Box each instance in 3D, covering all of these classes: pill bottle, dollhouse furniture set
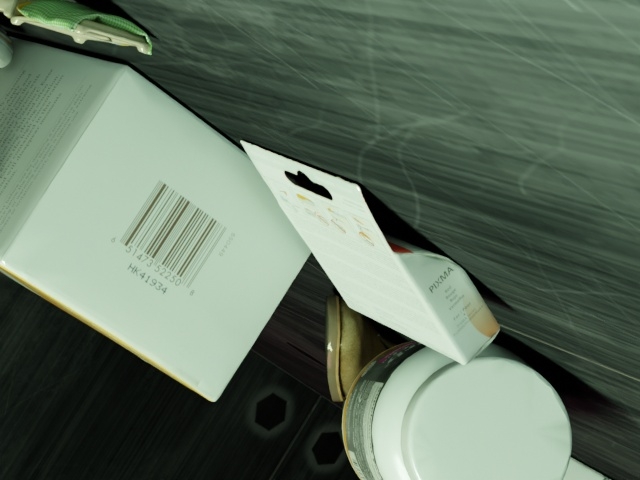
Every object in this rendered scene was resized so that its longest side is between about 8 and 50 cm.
[{"bbox_3d":[0.114,0.164,1.405,0.162,0.162,0.278,32,172,-5],"label":"pill bottle"},{"bbox_3d":[-0.169,-0.157,0.965,0.076,0.059,0.151,15,-178,44],"label":"dollhouse furniture set"}]

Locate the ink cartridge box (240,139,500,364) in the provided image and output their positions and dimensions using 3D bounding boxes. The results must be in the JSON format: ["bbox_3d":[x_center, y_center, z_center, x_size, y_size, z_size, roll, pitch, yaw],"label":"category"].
[{"bbox_3d":[0.035,-0.003,1.159,0.145,0.045,0.179,24,152,51],"label":"ink cartridge box"}]

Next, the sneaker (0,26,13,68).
[{"bbox_3d":[-0.331,-0.174,1.302,0.215,0.083,0.084,27,171,28],"label":"sneaker"}]

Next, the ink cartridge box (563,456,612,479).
[{"bbox_3d":[0.303,0.339,1.884,0.190,0.140,0.082,28,174,32],"label":"ink cartridge box"}]

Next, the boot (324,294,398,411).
[{"bbox_3d":[0.068,0.130,1.766,0.115,0.112,0.305,-1,160,12],"label":"boot"}]

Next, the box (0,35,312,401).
[{"bbox_3d":[-0.191,-0.033,1.316,0.215,0.168,0.345,36,172,-31],"label":"box"}]
